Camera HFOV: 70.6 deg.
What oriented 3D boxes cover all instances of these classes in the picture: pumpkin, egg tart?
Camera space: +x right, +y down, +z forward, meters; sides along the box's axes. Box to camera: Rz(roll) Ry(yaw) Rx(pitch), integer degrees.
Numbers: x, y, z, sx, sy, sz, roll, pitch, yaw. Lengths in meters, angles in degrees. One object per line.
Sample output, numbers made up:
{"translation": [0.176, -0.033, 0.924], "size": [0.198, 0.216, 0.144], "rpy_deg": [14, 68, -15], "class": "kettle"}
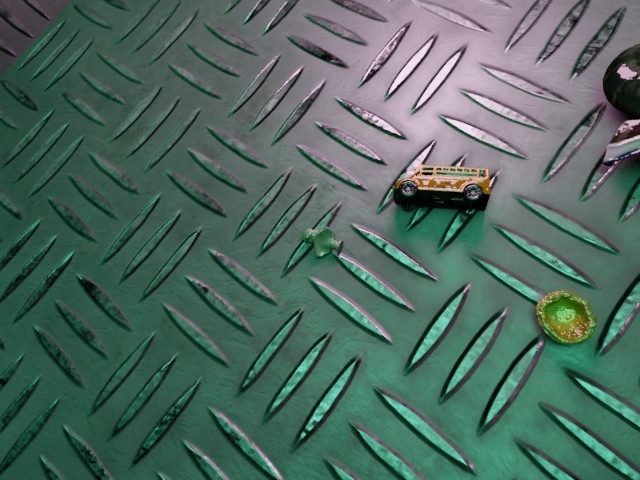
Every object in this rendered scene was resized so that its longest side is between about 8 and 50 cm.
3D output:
{"translation": [0.667, -0.325, 0.913], "size": [0.167, 0.125, 0.167], "rpy_deg": [1, 66, -3], "class": "pumpkin"}
{"translation": [0.456, 0.146, 0.847], "size": [0.105, 0.039, 0.105], "rpy_deg": [-4, 70, 12], "class": "egg tart"}

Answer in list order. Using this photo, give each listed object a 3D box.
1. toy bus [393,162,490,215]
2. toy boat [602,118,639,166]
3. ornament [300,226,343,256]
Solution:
{"translation": [0.255, -0.112, 0.961], "size": [0.194, 0.083, 0.088], "rpy_deg": [5, 69, 13], "class": "toy bus"}
{"translation": [0.693, -0.180, 0.874], "size": [0.262, 0.114, 0.115], "rpy_deg": [0, 103, 12], "class": "toy boat"}
{"translation": [0.003, 0.000, 1.004], "size": [0.092, 0.041, 0.068], "rpy_deg": [45, 109, 11], "class": "ornament"}
